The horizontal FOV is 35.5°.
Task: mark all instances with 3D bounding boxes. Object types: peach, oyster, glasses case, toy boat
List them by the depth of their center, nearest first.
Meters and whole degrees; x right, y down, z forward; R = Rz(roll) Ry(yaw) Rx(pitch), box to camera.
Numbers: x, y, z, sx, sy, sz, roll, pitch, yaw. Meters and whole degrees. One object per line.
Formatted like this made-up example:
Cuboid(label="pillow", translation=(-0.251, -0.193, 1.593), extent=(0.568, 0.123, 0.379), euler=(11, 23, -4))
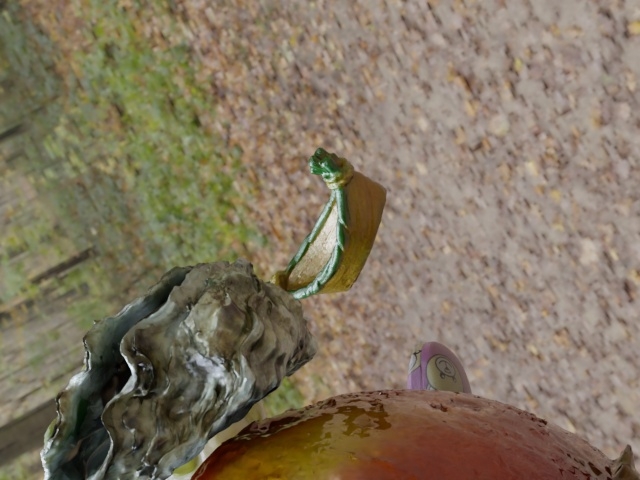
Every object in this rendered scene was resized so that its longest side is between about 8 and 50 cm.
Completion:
Cuboid(label="oyster", translation=(-0.092, 0.105, 0.753), extent=(0.112, 0.268, 0.198), euler=(34, 146, 17))
Cuboid(label="peach", translation=(0.076, 0.279, 0.815), extent=(0.353, 0.417, 0.339), euler=(-113, 33, -44))
Cuboid(label="toy boat", translation=(0.000, 0.000, 0.993), extent=(0.229, 0.088, 0.088), euler=(113, 166, -45))
Cuboid(label="glasses case", translation=(0.161, 0.282, 1.271), extent=(0.123, 0.076, 0.316), euler=(40, -139, -50))

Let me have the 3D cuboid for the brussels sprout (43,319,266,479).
Cuboid(label="brussels sprout", translation=(-0.206, 0.233, 1.243), extent=(0.295, 0.227, 0.259), euler=(18, 104, 27))
